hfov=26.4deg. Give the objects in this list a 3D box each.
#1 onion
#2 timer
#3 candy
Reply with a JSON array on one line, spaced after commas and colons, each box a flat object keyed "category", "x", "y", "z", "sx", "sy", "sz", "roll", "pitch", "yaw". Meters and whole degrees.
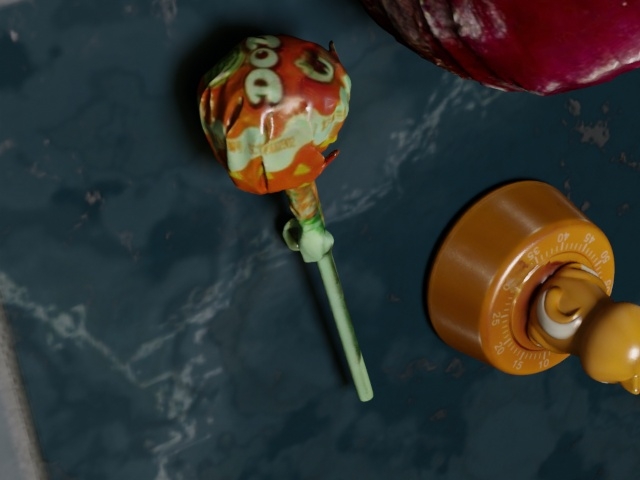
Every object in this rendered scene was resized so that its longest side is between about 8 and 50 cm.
[{"category": "onion", "x": 0.124, "y": -0.175, "z": 0.708, "sx": 0.207, "sy": 0.206, "sz": 0.216, "roll": -51, "pitch": 131, "yaw": -2}, {"category": "timer", "x": 0.164, "y": 0.048, "z": 0.896, "sx": 0.132, "sy": 0.152, "sz": 0.132, "roll": -17, "pitch": 123, "yaw": -28}, {"category": "candy", "x": 0.001, "y": -0.001, "z": 0.811, "sx": 0.084, "sy": 0.078, "sz": 0.288, "roll": -22, "pitch": 131, "yaw": -4}]
